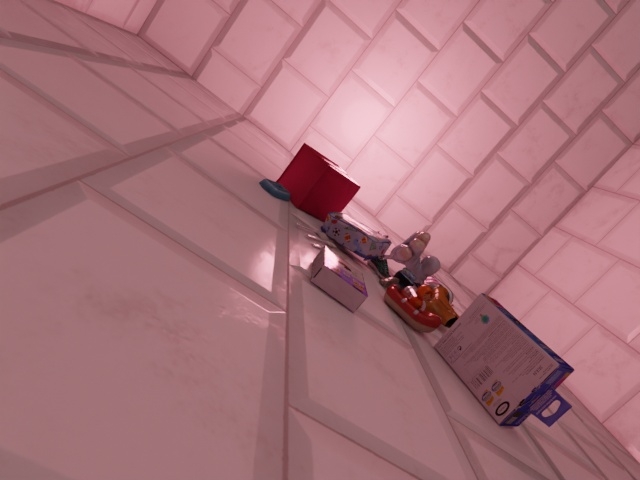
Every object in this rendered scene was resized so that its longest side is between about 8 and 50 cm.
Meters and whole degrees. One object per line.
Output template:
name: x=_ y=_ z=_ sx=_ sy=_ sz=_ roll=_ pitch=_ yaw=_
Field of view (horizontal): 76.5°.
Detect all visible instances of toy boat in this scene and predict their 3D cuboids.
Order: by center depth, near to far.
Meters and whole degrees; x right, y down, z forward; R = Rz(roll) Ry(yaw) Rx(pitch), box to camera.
toy boat: x=0.366 y=0.233 z=1.534 sx=0.231 sy=0.151 sz=0.151 roll=44 pitch=14 yaw=20

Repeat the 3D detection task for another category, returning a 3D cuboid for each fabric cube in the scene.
fabric cube: x=-0.014 y=-0.276 z=2.005 sx=0.258 sy=0.254 sz=0.259 roll=23 pitch=21 yaw=-45

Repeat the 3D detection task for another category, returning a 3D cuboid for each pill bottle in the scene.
pill bottle: x=0.392 y=0.249 z=1.720 sx=0.078 sy=0.078 sz=0.137 roll=37 pitch=13 yaw=-9

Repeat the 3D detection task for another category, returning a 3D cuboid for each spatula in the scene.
spatula: x=0.000 y=0.000 z=1.634 sx=0.242 sy=0.019 sz=0.168 roll=19 pitch=29 yaw=-54

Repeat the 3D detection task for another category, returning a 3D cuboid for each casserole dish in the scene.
casserole dish: x=-0.198 y=-0.229 z=1.821 sx=0.114 sy=0.037 sz=0.188 roll=44 pitch=13 yaw=20

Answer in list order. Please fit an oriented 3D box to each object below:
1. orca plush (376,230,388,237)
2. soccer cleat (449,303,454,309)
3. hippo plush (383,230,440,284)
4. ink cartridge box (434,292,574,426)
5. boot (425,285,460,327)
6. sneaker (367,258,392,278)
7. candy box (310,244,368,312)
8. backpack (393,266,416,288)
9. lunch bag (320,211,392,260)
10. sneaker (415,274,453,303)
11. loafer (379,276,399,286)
orca plush: x=0.310 y=0.020 z=2.340 sx=0.151 sy=0.102 sz=0.287 roll=-8 pitch=9 yaw=-5
soccer cleat: x=0.602 y=0.362 z=1.972 sx=0.196 sy=0.076 sz=0.068 roll=-33 pitch=112 yaw=-62
hippo plush: x=0.485 y=0.118 z=2.088 sx=0.236 sy=0.294 sz=0.234 roll=54 pitch=15 yaw=-4
ink cartridge box: x=0.607 y=0.409 z=1.333 sx=0.151 sy=0.270 sz=0.395 roll=22 pitch=21 yaw=-37
boot: x=0.572 y=0.316 z=1.872 sx=0.295 sy=0.104 sz=0.211 roll=-2 pitch=32 yaw=-46
sneaker: x=0.284 y=0.121 z=1.861 sx=0.065 sy=0.076 sz=0.166 roll=21 pitch=22 yaw=-51
candy box: x=0.057 y=0.114 z=1.270 sx=0.165 sy=0.070 sz=0.196 roll=37 pitch=14 yaw=-9
backpack: x=0.420 y=0.186 z=1.999 sx=0.105 sy=0.084 sz=0.114 roll=44 pitch=11 yaw=11
lunch bag: x=0.169 y=-0.019 z=1.834 sx=0.303 sy=0.115 sz=0.243 roll=36 pitch=17 yaw=27
sneaker: x=0.562 y=0.241 z=2.176 sx=0.131 sy=0.112 sz=0.319 roll=-2 pitch=21 yaw=-26
loafer: x=0.301 y=0.177 z=1.774 sx=0.039 sy=0.045 sz=0.125 roll=32 pitch=19 yaw=34
